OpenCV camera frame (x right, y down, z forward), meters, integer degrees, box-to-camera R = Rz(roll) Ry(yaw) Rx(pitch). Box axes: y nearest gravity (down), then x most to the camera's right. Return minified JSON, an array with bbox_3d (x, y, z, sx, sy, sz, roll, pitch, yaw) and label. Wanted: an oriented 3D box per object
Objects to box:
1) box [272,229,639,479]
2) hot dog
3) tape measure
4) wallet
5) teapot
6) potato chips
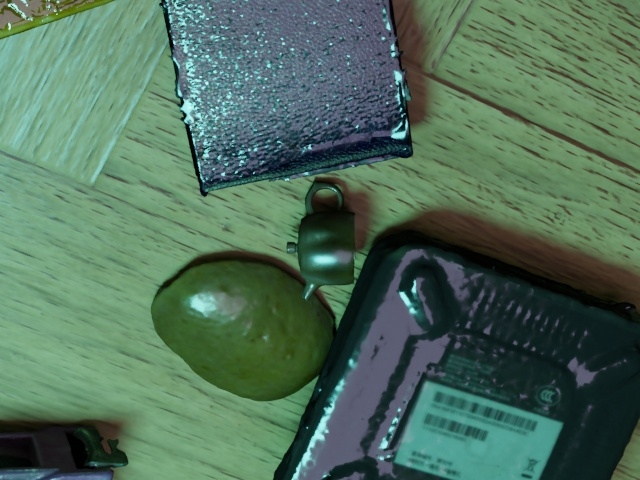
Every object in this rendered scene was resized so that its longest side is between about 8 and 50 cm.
[{"bbox_3d":[0.159,0.191,1.976,0.359,0.091,0.350,19,100,-18],"label":"box"},{"bbox_3d":[-0.265,-0.237,1.718,0.236,0.062,0.092,-18,136,-6],"label":"hot dog"},{"bbox_3d":[-0.331,0.311,1.965,0.245,0.149,0.231,2,115,-20],"label":"tape measure"},{"bbox_3d":[-0.033,-0.182,1.796,0.221,0.071,0.262,-10,116,0],"label":"wallet"},{"bbox_3d":[0.000,0.000,1.893,0.068,0.076,0.121,0,91,-1],"label":"teapot"},{"bbox_3d":[-0.074,0.097,1.945,0.150,0.049,0.202,-38,124,17],"label":"potato chips"}]
